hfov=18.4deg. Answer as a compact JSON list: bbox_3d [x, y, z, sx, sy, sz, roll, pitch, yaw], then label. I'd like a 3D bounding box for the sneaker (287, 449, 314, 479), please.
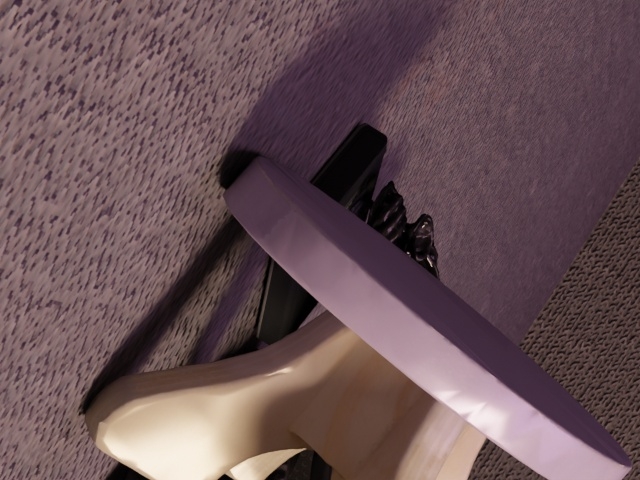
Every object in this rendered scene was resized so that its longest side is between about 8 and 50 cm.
[{"bbox_3d":[-0.032,0.208,1.483,0.145,0.090,0.270,-44,166,-54],"label":"sneaker"}]

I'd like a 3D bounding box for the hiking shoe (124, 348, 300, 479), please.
[{"bbox_3d":[-0.065,0.161,1.207,0.227,0.086,0.114,-41,157,-57],"label":"hiking shoe"}]

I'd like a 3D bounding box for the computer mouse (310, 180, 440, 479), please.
[{"bbox_3d":[0.032,0.111,1.232,0.188,0.072,0.272,46,43,-75],"label":"computer mouse"}]

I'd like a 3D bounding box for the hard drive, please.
[{"bbox_3d":[0.000,0.000,1.210,0.094,0.022,0.135,-51,167,-29],"label":"hard drive"}]

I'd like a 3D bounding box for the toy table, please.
[{"bbox_3d":[0.018,0.096,1.037,0.161,0.274,0.252,-50,-162,8],"label":"toy table"}]
